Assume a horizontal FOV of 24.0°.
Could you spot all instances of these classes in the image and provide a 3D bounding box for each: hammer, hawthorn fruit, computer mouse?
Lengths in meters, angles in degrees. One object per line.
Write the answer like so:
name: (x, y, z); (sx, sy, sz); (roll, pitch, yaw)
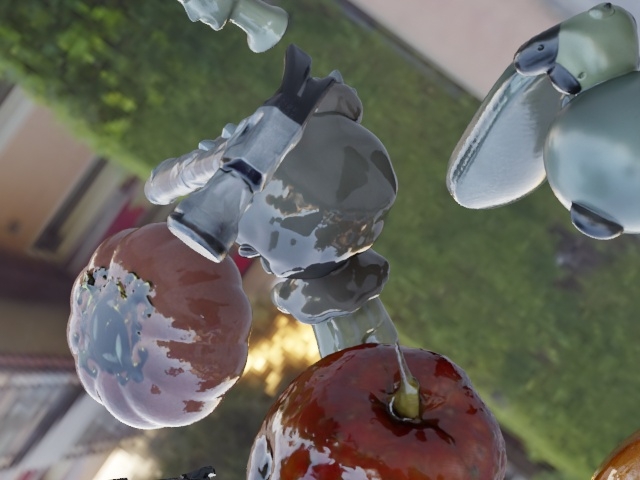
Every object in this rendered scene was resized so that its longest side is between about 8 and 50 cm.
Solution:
hammer: (-0.092, -0.050, 1.131); (0.044, 0.152, 0.427); (37, 168, -12)
hawthorn fruit: (0.055, 0.230, 1.453); (0.258, 0.262, 0.258); (31, -136, -36)
computer mouse: (0.276, -0.144, 1.943); (0.095, 0.197, 0.331); (56, 153, 20)

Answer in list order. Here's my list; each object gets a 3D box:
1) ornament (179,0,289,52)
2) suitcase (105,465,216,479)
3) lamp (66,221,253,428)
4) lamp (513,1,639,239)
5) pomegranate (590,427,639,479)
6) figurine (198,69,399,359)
ornament: (-0.115, -0.279, 1.733); (0.156, 0.081, 0.075); (32, 178, -37)
suitcase: (-0.222, 0.313, 1.116); (0.335, 0.152, 0.229); (-4, -112, -32)
lamp: (-0.220, 0.123, 2.182); (0.240, 0.305, 0.305); (2, -154, -47)
lamp: (0.322, -0.127, 1.608); (0.198, 0.198, 0.244); (36, -149, -78)
pomegranate: (0.277, 0.214, 1.046); (0.209, 0.209, 0.209); (35, 180, 0)
figurine: (0.000, 0.001, 1.851); (0.203, 0.248, 0.380); (19, 133, 58)
